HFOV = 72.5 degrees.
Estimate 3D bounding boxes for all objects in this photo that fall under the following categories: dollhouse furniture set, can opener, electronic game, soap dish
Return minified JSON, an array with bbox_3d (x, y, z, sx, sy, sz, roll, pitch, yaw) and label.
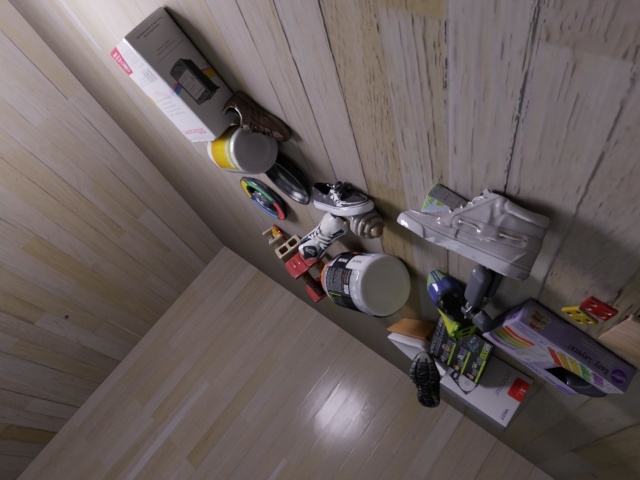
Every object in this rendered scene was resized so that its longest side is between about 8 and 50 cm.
[{"bbox_3d":[-0.082,0.072,1.914,0.374,0.152,0.201,49,177,47],"label":"dollhouse furniture set"},{"bbox_3d":[0.390,0.137,1.016,0.095,0.076,0.283,54,173,29],"label":"can opener"},{"bbox_3d":[-0.219,-0.160,1.680,0.229,0.048,0.229,37,164,12],"label":"electronic game"},{"bbox_3d":[0.412,0.404,1.669,0.229,0.118,0.291,42,164,-10],"label":"soap dish"}]

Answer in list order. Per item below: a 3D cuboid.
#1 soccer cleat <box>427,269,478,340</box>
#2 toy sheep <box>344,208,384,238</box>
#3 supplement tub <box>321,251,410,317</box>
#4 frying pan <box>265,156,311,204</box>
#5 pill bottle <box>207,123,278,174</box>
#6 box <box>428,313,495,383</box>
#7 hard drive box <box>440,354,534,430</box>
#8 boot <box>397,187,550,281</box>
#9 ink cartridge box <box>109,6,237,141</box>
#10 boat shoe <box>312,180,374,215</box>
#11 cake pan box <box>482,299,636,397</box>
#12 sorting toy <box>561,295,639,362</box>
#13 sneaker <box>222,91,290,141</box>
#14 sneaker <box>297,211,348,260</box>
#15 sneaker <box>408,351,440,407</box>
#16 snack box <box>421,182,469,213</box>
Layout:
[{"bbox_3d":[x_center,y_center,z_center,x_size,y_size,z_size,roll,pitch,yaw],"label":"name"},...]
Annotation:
[{"bbox_3d":[0.372,0.184,1.231,0.289,0.093,0.121,54,-170,-44],"label":"soccer cleat"},{"bbox_3d":[0.115,-0.048,1.143,0.132,0.091,0.091,45,171,38],"label":"toy sheep"},{"bbox_3d":[0.130,0.133,1.415,0.193,0.194,0.316,44,164,-17],"label":"supplement tub"},{"bbox_3d":[-0.135,-0.195,1.377,0.197,0.053,0.326,48,165,-29],"label":"frying pan"},{"bbox_3d":[-0.236,-0.263,1.255,0.136,0.136,0.245,49,162,-31],"label":"pill bottle"},{"bbox_3d":[0.445,0.335,1.385,0.184,0.045,0.191,28,133,30],"label":"box"},{"bbox_3d":[0.542,0.471,1.437,0.232,0.181,0.089,30,161,29],"label":"hard drive box"},{"bbox_3d":[0.266,-0.035,0.777,0.258,0.124,0.095,29,-170,35],"label":"boot"},{"bbox_3d":[-0.379,-0.421,1.157,0.306,0.131,0.226,48,162,-32],"label":"ink cartridge box"},{"bbox_3d":[0.050,-0.118,1.136,0.228,0.080,0.076,22,133,58],"label":"boat shoe"},{"bbox_3d":[0.552,0.265,1.041,0.266,0.070,0.246,36,167,12],"label":"cake pan box"},{"bbox_3d":[0.572,0.169,0.754,0.274,0.046,0.132,32,163,24],"label":"sorting toy"},{"bbox_3d":[-0.164,-0.298,1.113,0.188,0.071,0.066,38,165,8],"label":"sneaker"},{"bbox_3d":[0.000,0.000,1.419,0.094,0.153,0.235,41,165,-8],"label":"sneaker"},{"bbox_3d":[0.368,0.468,1.528,0.101,0.106,0.268,1,128,20],"label":"sneaker"},{"bbox_3d":[0.257,-0.048,0.895,0.100,0.037,0.141,36,164,17],"label":"snack box"}]
